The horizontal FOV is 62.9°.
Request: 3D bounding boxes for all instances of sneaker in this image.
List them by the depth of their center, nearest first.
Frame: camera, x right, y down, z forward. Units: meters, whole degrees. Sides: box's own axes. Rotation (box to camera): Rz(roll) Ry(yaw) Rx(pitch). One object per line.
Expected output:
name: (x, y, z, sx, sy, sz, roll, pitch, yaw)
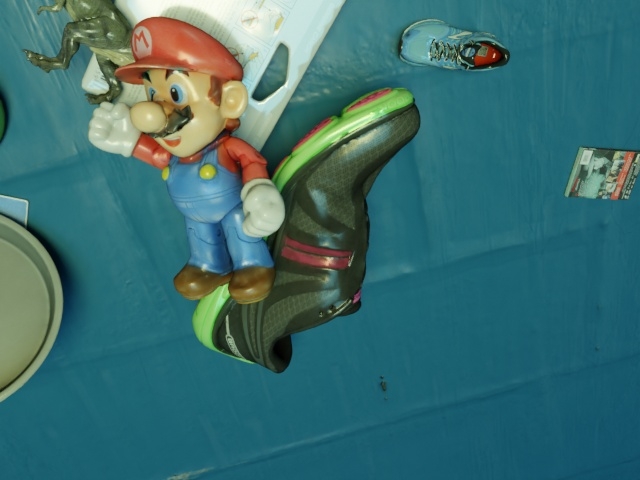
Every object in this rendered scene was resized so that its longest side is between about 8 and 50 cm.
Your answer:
sneaker: (0.187, -0.266, 0.720, 0.161, 0.073, 0.064, -1, 117, -10)
sneaker: (0.000, 0.000, 0.747, 0.202, 0.185, 0.483, 34, 118, -1)

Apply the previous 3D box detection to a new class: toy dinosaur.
toy dinosaur: (-0.258, -0.224, 0.610, 0.118, 0.064, 0.268, -45, 118, 6)

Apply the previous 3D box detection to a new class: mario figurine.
mario figurine: (-0.152, -0.076, 0.582, 0.197, 0.170, 0.321, -13, 110, -7)

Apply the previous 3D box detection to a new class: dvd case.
dvd case: (0.480, -0.112, 0.883, 0.119, 0.013, 0.087, 0, 116, -11)

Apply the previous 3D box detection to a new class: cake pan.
cake pan: (-0.505, 0.096, 0.699, 0.292, 0.294, 0.054, 17, 156, -18)

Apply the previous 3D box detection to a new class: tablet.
tablet: (-0.469, -0.043, 0.757, 0.083, 0.006, 0.054, 12, 114, -16)

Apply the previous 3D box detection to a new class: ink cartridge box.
ink cartridge box: (-0.136, -0.263, 0.674, 0.238, 0.060, 0.275, 26, 110, -21)

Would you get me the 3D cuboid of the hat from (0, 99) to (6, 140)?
hat: (-0.536, -0.204, 0.658, 0.173, 0.184, 0.208, -45, 154, 11)
